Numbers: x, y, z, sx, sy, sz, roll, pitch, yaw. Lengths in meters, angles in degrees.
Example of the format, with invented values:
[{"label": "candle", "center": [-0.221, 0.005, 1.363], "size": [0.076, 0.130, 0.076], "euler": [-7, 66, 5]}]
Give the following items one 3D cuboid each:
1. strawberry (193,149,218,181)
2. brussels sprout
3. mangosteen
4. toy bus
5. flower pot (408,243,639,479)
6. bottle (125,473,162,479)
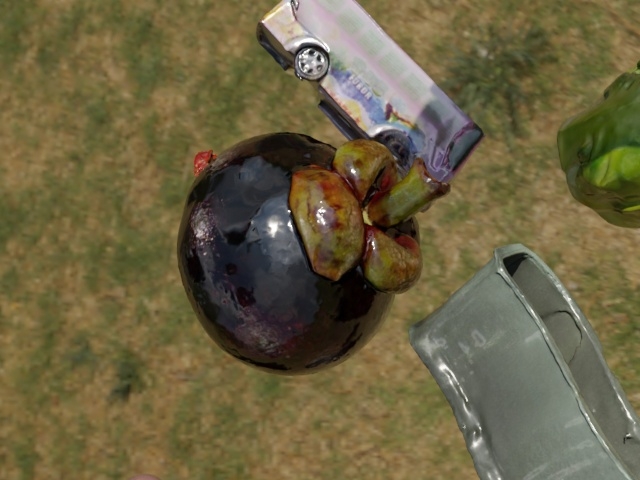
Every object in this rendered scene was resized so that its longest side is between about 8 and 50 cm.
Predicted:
[{"label": "strawberry", "center": [-0.104, -0.030, 1.260], "size": [0.048, 0.152, 0.104], "euler": [6, 49, 19]}, {"label": "brussels sprout", "center": [0.326, -0.091, 1.150], "size": [0.223, 0.223, 0.161], "euler": [-29, 80, 35]}, {"label": "mangosteen", "center": [0.000, 0.000, 1.092], "size": [0.250, 0.211, 0.211], "euler": [-22, 68, 27]}, {"label": "toy bus", "center": [0.054, -0.162, 1.414], "size": [0.112, 0.090, 0.274], "euler": [-43, 87, -9]}, {"label": "flower pot", "center": [0.167, 0.124, 0.998], "size": [0.108, 0.103, 0.229], "euler": [-40, 65, 25]}, {"label": "bottle", "center": [-0.145, 0.365, 1.367], "size": [0.120, 0.120, 0.253], "euler": [-32, 93, 33]}]
